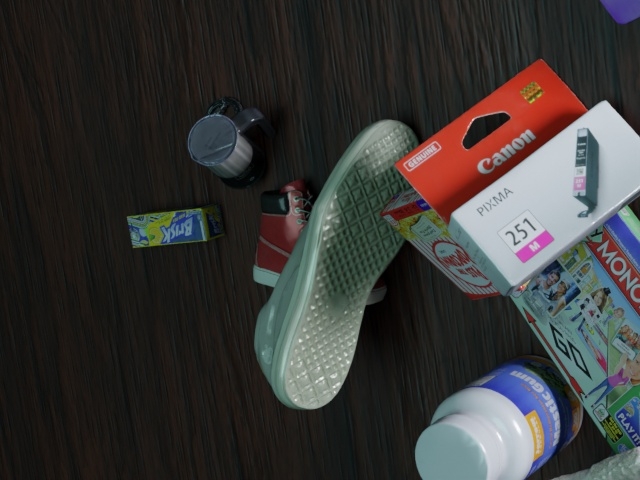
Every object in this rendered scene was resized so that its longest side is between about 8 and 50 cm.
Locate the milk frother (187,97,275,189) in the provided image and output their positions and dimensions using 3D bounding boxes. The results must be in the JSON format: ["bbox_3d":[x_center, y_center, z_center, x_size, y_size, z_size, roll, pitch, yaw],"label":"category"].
[{"bbox_3d":[-0.159,-0.171,2.053,0.143,0.135,0.129,31,86,21],"label":"milk frother"}]

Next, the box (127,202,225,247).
[{"bbox_3d":[-0.246,-0.025,2.197,0.169,0.054,0.059,-5,98,34],"label":"box"}]

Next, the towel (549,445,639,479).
[{"bbox_3d":[0.437,0.364,1.731,0.187,0.282,0.049,-32,38,35],"label":"towel"}]

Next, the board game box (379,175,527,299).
[{"bbox_3d":[0.194,0.000,1.825,0.193,0.045,0.147,42,159,-11],"label":"board game box"}]

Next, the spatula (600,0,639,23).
[{"bbox_3d":[0.448,-0.247,1.691,0.084,0.030,0.296,-31,84,36],"label":"spatula"}]

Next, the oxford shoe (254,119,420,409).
[{"bbox_3d":[0.017,0.027,1.907,0.130,0.169,0.449,16,84,58],"label":"oxford shoe"}]

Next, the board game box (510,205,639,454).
[{"bbox_3d":[0.407,0.118,1.746,0.213,0.046,0.317,-51,57,32],"label":"board game box"}]

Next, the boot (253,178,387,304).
[{"bbox_3d":[0.000,0.000,2.021,0.244,0.088,0.176,15,107,33],"label":"boot"}]

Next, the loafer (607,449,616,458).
[{"bbox_3d":[0.486,0.307,1.754,0.087,0.094,0.251,31,144,-21],"label":"loafer"}]

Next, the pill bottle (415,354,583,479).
[{"bbox_3d":[0.246,0.265,1.799,0.152,0.272,0.152,9,106,32],"label":"pill bottle"}]

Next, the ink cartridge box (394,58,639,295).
[{"bbox_3d":[0.277,-0.099,1.719,0.239,0.275,0.060,51,167,14],"label":"ink cartridge box"}]
